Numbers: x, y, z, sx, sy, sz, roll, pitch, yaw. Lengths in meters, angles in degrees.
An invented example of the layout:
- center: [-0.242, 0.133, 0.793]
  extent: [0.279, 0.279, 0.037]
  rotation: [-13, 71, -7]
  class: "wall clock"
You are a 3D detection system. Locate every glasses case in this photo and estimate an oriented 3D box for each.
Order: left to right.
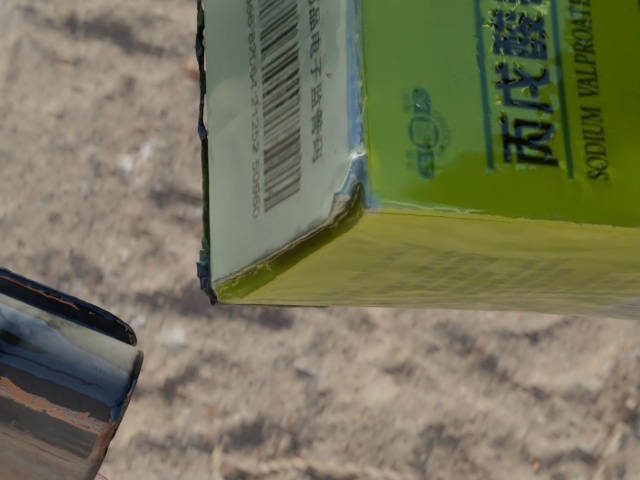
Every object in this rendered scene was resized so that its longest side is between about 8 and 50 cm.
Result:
- center: [-0.219, 0.025, 0.687]
  extent: [0.299, 0.114, 0.060]
  rotation: [23, 35, -9]
  class: "glasses case"

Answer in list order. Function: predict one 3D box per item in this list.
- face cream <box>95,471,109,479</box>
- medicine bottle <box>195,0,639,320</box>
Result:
- center: [-0.190, 0.227, 1.254]
  extent: [0.175, 0.175, 0.195]
  rotation: [-14, 40, -30]
  class: "face cream"
- center: [0.088, -0.046, 0.725]
  extent: [0.250, 0.141, 0.137]
  rotation: [5, 75, -26]
  class: "medicine bottle"
